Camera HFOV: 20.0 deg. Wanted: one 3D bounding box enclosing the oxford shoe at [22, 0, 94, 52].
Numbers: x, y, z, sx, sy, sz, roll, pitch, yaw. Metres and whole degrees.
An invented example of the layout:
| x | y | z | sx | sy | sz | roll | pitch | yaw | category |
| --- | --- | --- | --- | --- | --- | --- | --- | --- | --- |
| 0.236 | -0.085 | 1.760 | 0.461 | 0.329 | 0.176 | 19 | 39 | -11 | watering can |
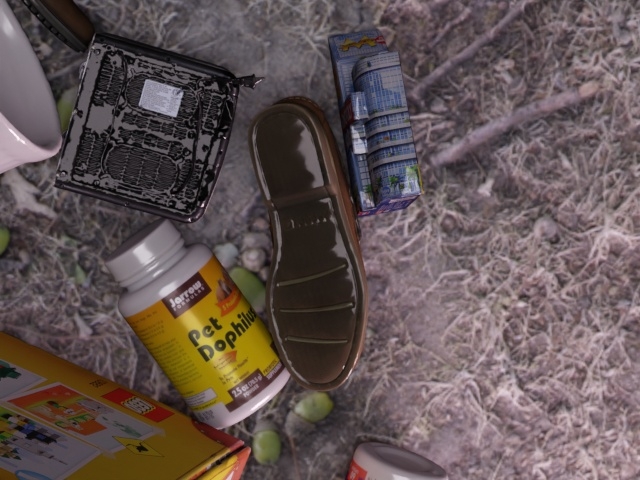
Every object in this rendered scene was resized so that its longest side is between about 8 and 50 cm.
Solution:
| x | y | z | sx | sy | sz | roll | pitch | yaw | category |
| --- | --- | --- | --- | --- | --- | --- | --- | --- | --- |
| -0.286 | -0.299 | 1.859 | 0.096 | 0.083 | 0.227 | -31 | 102 | -3 | oxford shoe |

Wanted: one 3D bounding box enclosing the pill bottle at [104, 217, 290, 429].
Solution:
| x | y | z | sx | sy | sz | roll | pitch | yaw | category |
| --- | --- | --- | --- | --- | --- | --- | --- | --- | --- |
| -0.133 | 0.085 | 1.919 | 0.117 | 0.117 | 0.215 | -35 | 101 | 2 | pill bottle |

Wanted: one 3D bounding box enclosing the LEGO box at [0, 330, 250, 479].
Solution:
| x | y | z | sx | sy | sz | roll | pitch | yaw | category |
| --- | --- | --- | --- | --- | --- | --- | --- | --- | --- |
| -0.318 | 0.239 | 1.701 | 0.372 | 0.500 | 0.193 | 24 | 97 | 10 | LEGO box |

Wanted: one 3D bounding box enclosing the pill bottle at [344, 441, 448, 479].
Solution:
| x | y | z | sx | sy | sz | roll | pitch | yaw | category |
| --- | --- | --- | --- | --- | --- | --- | --- | --- | --- |
| 0.060 | 0.327 | 1.982 | 0.108 | 0.108 | 0.193 | 17 | 98 | -7 | pill bottle |

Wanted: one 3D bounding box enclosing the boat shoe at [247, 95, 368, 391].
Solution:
| x | y | z | sx | sy | sz | roll | pitch | yaw | category |
| --- | --- | --- | --- | --- | --- | --- | --- | --- | --- |
| 0.000 | 0.000 | 1.914 | 0.110 | 0.104 | 0.307 | -3 | 99 | 14 | boat shoe |

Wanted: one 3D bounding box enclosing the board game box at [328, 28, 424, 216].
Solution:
| x | y | z | sx | sy | sz | roll | pitch | yaw | category |
| --- | --- | --- | --- | --- | --- | --- | --- | --- | --- |
| 0.054 | -0.130 | 1.881 | 0.060 | 0.194 | 0.194 | -10 | 86 | -3 | board game box |

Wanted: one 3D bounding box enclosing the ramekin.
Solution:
| x | y | z | sx | sy | sz | roll | pitch | yaw | category |
| --- | --- | --- | --- | --- | --- | --- | --- | --- | --- |
| -0.383 | -0.176 | 1.782 | 0.135 | 0.277 | 0.277 | -27 | 101 | 8 | ramekin |

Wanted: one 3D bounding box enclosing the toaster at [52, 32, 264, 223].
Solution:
| x | y | z | sx | sy | sz | roll | pitch | yaw | category |
| --- | --- | --- | --- | --- | --- | --- | --- | --- | --- |
| -0.171 | -0.118 | 1.884 | 0.185 | 0.110 | 0.168 | 15 | 99 | -6 | toaster |
